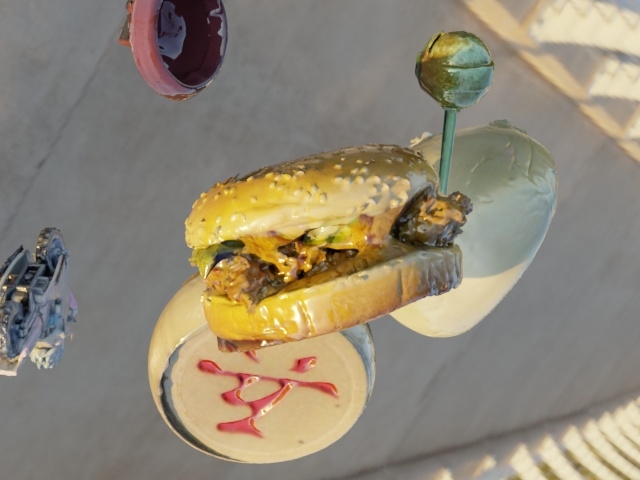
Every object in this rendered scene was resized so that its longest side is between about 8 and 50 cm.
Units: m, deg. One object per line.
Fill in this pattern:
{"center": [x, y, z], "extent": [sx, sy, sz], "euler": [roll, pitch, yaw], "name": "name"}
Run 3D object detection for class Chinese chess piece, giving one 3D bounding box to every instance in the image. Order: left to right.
{"center": [-0.063, 0.133, 1.210], "extent": [0.249, 0.103, 0.250], "euler": [-3, 126, -4], "name": "Chinese chess piece"}

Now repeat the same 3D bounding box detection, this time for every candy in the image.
{"center": [0.098, -0.066, 0.874], "extent": [0.061, 0.061, 0.203], "euler": [-23, 126, -45], "name": "candy"}

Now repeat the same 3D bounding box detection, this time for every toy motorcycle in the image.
{"center": [-0.395, 0.120, 1.547], "extent": [0.239, 0.108, 0.204], "euler": [-54, 153, -50], "name": "toy motorcycle"}

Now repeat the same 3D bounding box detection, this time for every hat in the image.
{"center": [-0.206, -0.288, 1.498], "extent": [0.205, 0.089, 0.206], "euler": [-23, 116, -57], "name": "hat"}

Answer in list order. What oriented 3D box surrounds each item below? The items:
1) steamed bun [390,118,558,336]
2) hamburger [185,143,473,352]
{"center": [0.190, -0.030, 1.659], "extent": [0.334, 0.233, 0.312], "euler": [-58, -175, 18], "name": "steamed bun"}
{"center": [0.009, -0.002, 0.740], "extent": [0.182, 0.190, 0.118], "euler": [-37, 117, -71], "name": "hamburger"}
